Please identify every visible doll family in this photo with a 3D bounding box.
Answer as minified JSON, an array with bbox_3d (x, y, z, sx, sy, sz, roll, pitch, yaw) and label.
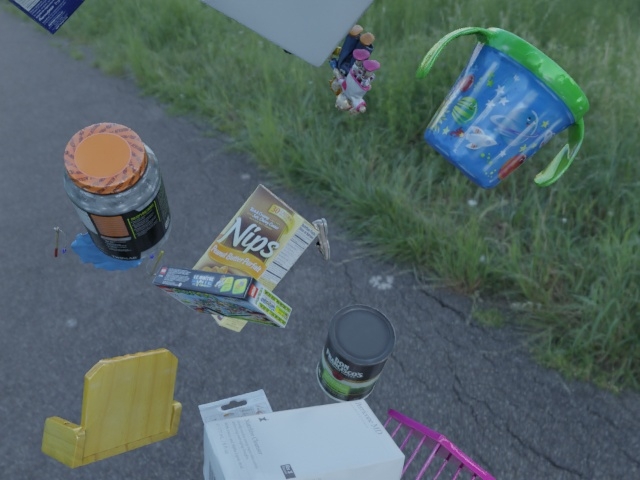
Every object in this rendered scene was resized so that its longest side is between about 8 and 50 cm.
[{"bbox_3d":[0.035,-0.371,1.145,0.118,0.163,0.263,-35,80,-31],"label":"doll family"}]

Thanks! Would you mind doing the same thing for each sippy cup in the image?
[{"bbox_3d":[0.318,-0.224,1.050,0.305,0.240,0.224,44,103,17],"label":"sippy cup"}]

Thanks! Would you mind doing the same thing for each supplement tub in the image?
[{"bbox_3d":[-0.436,-0.100,1.247,0.193,0.316,0.194,3,64,-7],"label":"supplement tub"}]

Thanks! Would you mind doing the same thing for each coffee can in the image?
[{"bbox_3d":[0.105,0.356,1.779,0.201,0.275,0.202,5,51,-6],"label":"coffee can"}]

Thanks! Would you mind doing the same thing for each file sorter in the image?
[{"bbox_3d":[0.265,0.602,1.495,0.182,0.202,0.290,-52,12,-14],"label":"file sorter"}]

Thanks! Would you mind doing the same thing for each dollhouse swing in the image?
[{"bbox_3d":[-0.648,0.490,1.791,0.315,0.305,0.346,-2,1,43],"label":"dollhouse swing"}]

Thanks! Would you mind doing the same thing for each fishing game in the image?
[{"bbox_3d":[-0.543,0.020,1.473,0.264,0.189,0.041,12,54,-18],"label":"fishing game"}]

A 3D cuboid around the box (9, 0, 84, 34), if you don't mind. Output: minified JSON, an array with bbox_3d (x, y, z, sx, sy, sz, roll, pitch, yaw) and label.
[{"bbox_3d":[-0.395,-0.389,0.760,0.136,0.225,0.036,-45,73,2],"label":"box"}]

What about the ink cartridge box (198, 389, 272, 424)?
[{"bbox_3d":[-0.190,0.490,1.420,0.181,0.056,0.225,-8,37,-25],"label":"ink cartridge box"}]

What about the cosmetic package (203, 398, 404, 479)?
[{"bbox_3d":[-0.040,0.485,1.234,0.384,0.156,0.217,-4,23,-24],"label":"cosmetic package"}]

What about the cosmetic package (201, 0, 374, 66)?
[{"bbox_3d":[-0.022,-0.500,0.656,0.327,0.329,0.394,26,64,-17],"label":"cosmetic package"}]

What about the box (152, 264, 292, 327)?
[{"bbox_3d":[-0.160,0.089,0.924,0.207,0.114,0.036,4,62,36],"label":"box"}]

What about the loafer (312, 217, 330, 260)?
[{"bbox_3d":[0.000,0.000,1.586,0.039,0.125,0.045,-12,23,-15],"label":"loafer"}]

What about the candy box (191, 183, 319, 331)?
[{"bbox_3d":[-0.173,0.041,1.402,0.183,0.087,0.316,40,92,34],"label":"candy box"}]
